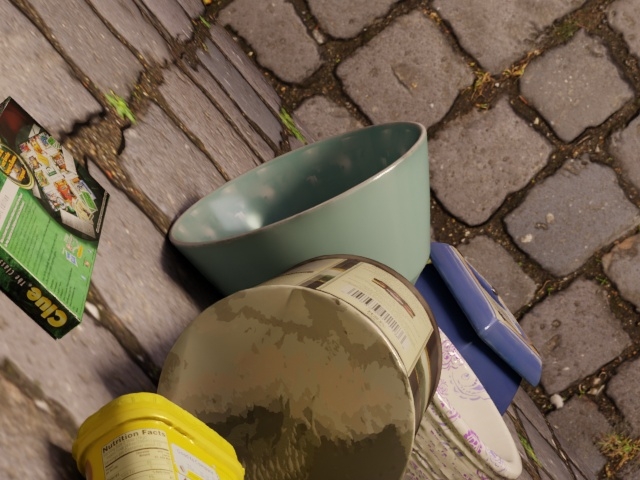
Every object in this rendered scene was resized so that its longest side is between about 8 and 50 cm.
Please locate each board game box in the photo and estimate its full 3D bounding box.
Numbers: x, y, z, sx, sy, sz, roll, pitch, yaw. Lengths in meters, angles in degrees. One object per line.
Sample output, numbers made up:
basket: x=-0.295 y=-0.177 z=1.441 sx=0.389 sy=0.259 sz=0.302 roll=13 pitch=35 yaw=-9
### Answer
board game box: x=-0.242 y=-0.030 z=0.863 sx=0.136 sy=0.030 sz=0.259 roll=50 pitch=11 yaw=-22

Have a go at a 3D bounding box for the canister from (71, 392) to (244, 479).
canister: x=-0.090 y=0.195 z=0.648 sx=0.126 sy=0.073 sz=0.170 roll=46 pitch=14 yaw=-40

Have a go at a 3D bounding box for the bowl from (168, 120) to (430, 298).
bowl: x=0.000 y=0.000 z=1.174 sx=0.311 sy=0.312 sz=0.163 roll=-92 pitch=160 yaw=-72

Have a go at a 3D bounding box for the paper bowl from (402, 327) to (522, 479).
paper bowl: x=0.104 y=0.201 z=1.241 sx=0.284 sy=0.148 sz=0.284 roll=50 pitch=10 yaw=-13

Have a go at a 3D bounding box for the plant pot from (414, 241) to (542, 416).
plant pot: x=0.191 y=0.158 z=1.580 sx=0.236 sy=0.212 sz=0.236 roll=42 pitch=14 yaw=-44

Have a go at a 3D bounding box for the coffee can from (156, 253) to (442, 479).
coffee can: x=-0.004 y=0.123 z=0.898 sx=0.201 sy=0.201 sz=0.275 roll=53 pitch=11 yaw=4
